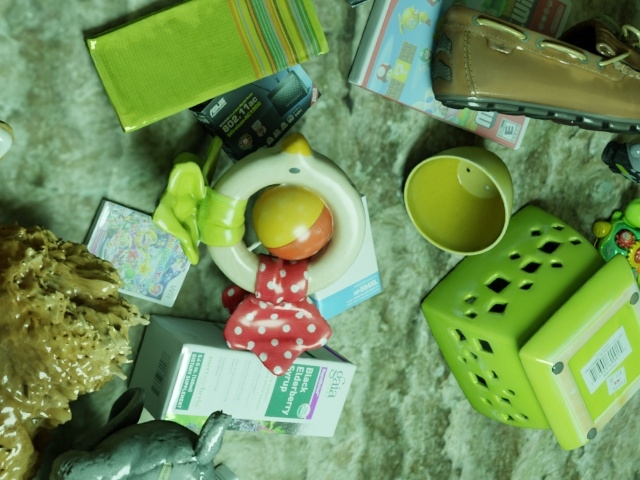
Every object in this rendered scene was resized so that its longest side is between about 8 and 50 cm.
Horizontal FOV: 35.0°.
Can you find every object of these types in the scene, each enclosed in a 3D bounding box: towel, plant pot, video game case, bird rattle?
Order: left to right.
[{"bbox_3d":[-0.193,0.015,1.075,0.122,0.011,0.087,21,93,-38],"label":"video game case"},{"bbox_3d":[-0.109,-0.198,1.021,0.237,0.021,0.102,-26,96,-19],"label":"towel"},{"bbox_3d":[-0.050,0.004,1.031,0.207,0.143,0.253,-32,106,16],"label":"bird rattle"},{"bbox_3d":[0.178,-0.244,1.236,0.285,0.025,0.204,15,97,-37],"label":"video game case"},{"bbox_3d":[0.184,-0.063,1.251,0.095,0.134,0.134,-44,130,-46],"label":"plant pot"},{"bbox_3d":[0.306,0.123,1.339,0.228,0.207,0.227,-40,125,-16],"label":"plant pot"}]

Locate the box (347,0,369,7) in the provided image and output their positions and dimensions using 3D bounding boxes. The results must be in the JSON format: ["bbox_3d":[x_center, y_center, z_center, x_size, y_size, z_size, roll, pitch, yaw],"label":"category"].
[{"bbox_3d":[0.025,-0.391,0.989,0.184,0.103,0.261,-48,109,-15],"label":"box"}]

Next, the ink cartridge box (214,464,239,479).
[{"bbox_3d":[-0.168,0.413,1.208,0.223,0.045,0.224,-29,121,-24],"label":"ink cartridge box"}]

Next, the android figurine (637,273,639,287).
[{"bbox_3d":[0.597,0.058,1.617,0.273,0.056,0.248,-28,120,-27],"label":"android figurine"}]

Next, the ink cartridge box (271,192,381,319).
[{"bbox_3d":[0.000,0.000,1.153,0.090,0.092,0.143,-24,119,-27],"label":"ink cartridge box"}]

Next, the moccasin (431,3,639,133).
[{"bbox_3d":[0.318,-0.209,1.220,0.380,0.139,0.147,7,95,-11],"label":"moccasin"}]

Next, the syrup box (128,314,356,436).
[{"bbox_3d":[-0.084,0.155,1.146,0.237,0.096,0.093,12,100,-36],"label":"syrup box"}]

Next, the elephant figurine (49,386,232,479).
[{"bbox_3d":[-0.193,0.231,1.002,0.186,0.239,0.169,0,93,-12],"label":"elephant figurine"}]

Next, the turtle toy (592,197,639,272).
[{"bbox_3d":[0.448,-0.001,1.482,0.095,0.066,0.130,0,106,-35],"label":"turtle toy"}]

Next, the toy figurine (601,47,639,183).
[{"bbox_3d":[0.511,-0.177,1.414,0.213,0.148,0.209,-13,113,-31],"label":"toy figurine"}]

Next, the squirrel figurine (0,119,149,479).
[{"bbox_3d":[-0.354,0.058,0.861,0.397,0.281,0.370,17,86,-52],"label":"squirrel figurine"}]

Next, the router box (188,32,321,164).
[{"bbox_3d":[-0.069,-0.150,1.086,0.122,0.038,0.092,-49,125,-12],"label":"router box"}]
